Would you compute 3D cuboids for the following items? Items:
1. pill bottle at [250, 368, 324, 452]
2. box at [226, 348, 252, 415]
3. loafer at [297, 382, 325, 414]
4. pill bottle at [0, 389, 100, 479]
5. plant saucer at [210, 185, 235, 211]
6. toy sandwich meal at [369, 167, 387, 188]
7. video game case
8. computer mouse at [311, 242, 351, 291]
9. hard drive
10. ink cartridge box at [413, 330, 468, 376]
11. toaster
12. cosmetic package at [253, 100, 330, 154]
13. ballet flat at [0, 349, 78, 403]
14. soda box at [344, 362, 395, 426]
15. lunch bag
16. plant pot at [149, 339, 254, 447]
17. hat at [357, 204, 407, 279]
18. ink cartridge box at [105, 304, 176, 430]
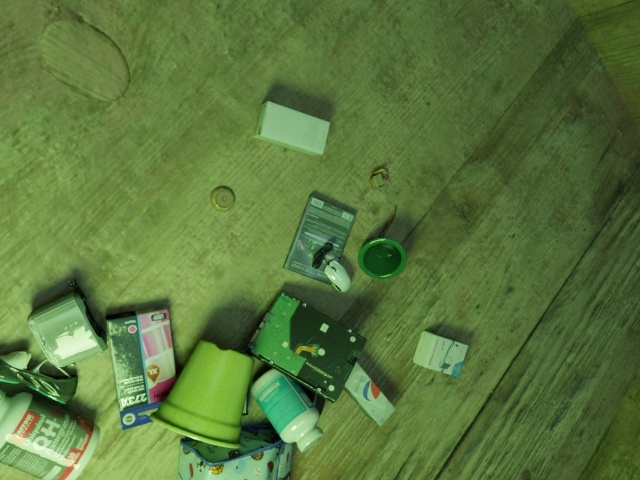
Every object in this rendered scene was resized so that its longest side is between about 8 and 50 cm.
[{"bbox_3d":[-0.103,0.554,1.642,0.146,0.264,0.146,-32,153,-19],"label":"pill bottle"},{"bbox_3d":[-0.320,0.473,1.650,0.175,0.051,0.220,2,94,-26],"label":"box"},{"bbox_3d":[-0.026,0.474,1.777,0.130,0.134,0.365,21,83,-64],"label":"loafer"},{"bbox_3d":[-0.785,0.521,1.352,0.318,0.176,0.176,39,78,-25],"label":"pill bottle"},{"bbox_3d":[-0.313,-0.133,1.611,0.083,0.015,0.083,-3,97,-27],"label":"plant saucer"},{"bbox_3d":[0.220,-0.231,1.860,0.086,0.029,0.085,-3,97,-26],"label":"toy sandwich meal"},{"bbox_3d":[0.000,0.000,1.777,0.196,0.026,0.274,22,86,-27],"label":"video game case"},{"bbox_3d":[0.054,0.108,1.779,0.106,0.042,0.193,-47,113,-16],"label":"computer mouse"},{"bbox_3d":[-0.045,0.350,1.664,0.339,0.064,0.237,29,66,3],"label":"hard drive"},{"bbox_3d":[0.490,0.461,2.040,0.191,0.082,0.139,21,86,-28],"label":"ink cartridge box"},{"bbox_3d":[-0.704,0.239,1.392,0.146,0.129,0.227,-26,108,-20],"label":"toaster"},{"bbox_3d":[-0.093,-0.367,1.660,0.231,0.085,0.117,14,89,-25],"label":"cosmetic package"},{"bbox_3d":[-0.804,0.360,1.381,0.280,0.095,0.096,37,69,-35],"label":"ballet flat"},{"bbox_3d":[0.156,0.560,1.874,0.091,0.098,0.286,-44,111,-17],"label":"soda box"},{"bbox_3d":[-0.249,0.794,1.627,0.385,0.239,0.327,6,92,-43],"label":"lunch bag"},{"bbox_3d":[-0.323,0.442,1.492,0.276,0.276,0.253,28,72,-26],"label":"plant pot"},{"bbox_3d":[0.249,0.020,1.906,0.208,0.183,0.173,-35,108,25],"label":"hat"},{"bbox_3d":[-0.538,0.395,1.530,0.176,0.069,0.370,-8,101,-26],"label":"ink cartridge box"}]
